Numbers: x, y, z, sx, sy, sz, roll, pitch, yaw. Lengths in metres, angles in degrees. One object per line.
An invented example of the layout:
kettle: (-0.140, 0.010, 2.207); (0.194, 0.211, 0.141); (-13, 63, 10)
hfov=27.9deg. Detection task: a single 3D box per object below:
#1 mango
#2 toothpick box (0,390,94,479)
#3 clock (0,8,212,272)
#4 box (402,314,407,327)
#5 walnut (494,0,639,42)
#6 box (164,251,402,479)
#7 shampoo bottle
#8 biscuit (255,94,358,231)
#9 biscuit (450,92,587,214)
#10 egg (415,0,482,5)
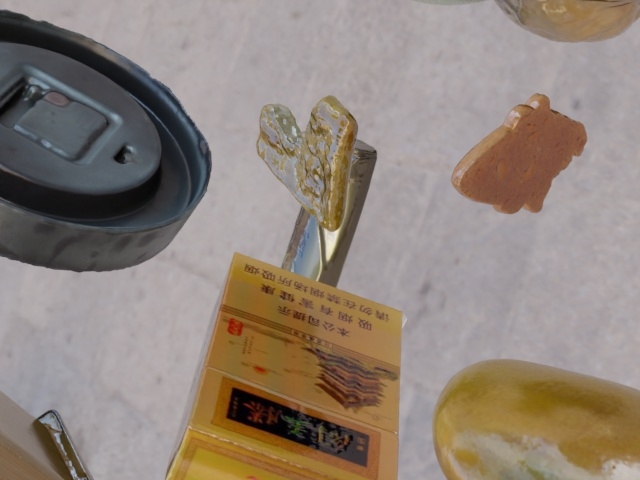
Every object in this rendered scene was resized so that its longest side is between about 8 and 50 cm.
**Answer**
mango: (0.335, 0.296, 1.696); (0.445, 0.300, 0.232); (32, 132, 37)
toothpick box: (-0.464, 0.290, 1.731); (0.190, 0.308, 0.187); (-34, 55, -3)
clock: (-0.263, -0.100, 1.215); (0.067, 0.325, 0.325); (-59, 33, 32)
box: (0.126, 0.175, 2.417); (0.054, 0.024, 0.083); (-25, 25, 43)
walnut: (0.411, -0.504, 2.091); (0.383, 0.383, 0.383); (-32, 49, 47)
box: (-0.022, 0.132, 1.109); (0.274, 0.174, 0.076); (-81, 11, -61)
shampoo bottle: (0.000, 0.000, 2.039); (0.125, 0.084, 0.350); (51, 129, 50)
biscuit: (-0.019, -0.119, 1.532); (0.183, 0.039, 0.174); (46, 146, 37)
biscuit: (0.277, -0.112, 1.790); (0.043, 0.280, 0.183); (28, 126, 44)
egg: (0.120, -0.374, 1.264); (0.276, 0.276, 0.389); (-61, 25, 18)
